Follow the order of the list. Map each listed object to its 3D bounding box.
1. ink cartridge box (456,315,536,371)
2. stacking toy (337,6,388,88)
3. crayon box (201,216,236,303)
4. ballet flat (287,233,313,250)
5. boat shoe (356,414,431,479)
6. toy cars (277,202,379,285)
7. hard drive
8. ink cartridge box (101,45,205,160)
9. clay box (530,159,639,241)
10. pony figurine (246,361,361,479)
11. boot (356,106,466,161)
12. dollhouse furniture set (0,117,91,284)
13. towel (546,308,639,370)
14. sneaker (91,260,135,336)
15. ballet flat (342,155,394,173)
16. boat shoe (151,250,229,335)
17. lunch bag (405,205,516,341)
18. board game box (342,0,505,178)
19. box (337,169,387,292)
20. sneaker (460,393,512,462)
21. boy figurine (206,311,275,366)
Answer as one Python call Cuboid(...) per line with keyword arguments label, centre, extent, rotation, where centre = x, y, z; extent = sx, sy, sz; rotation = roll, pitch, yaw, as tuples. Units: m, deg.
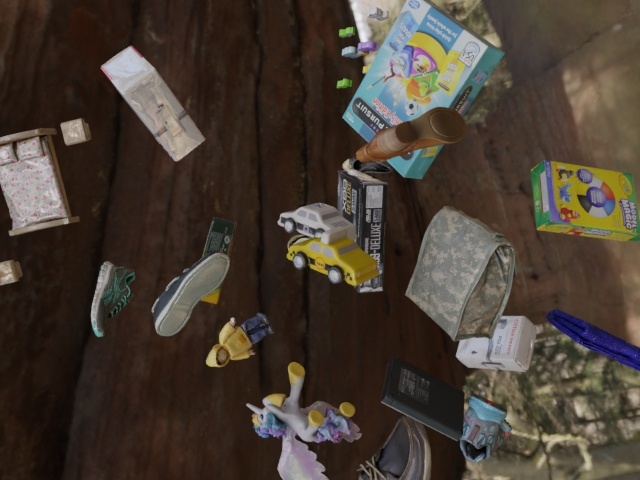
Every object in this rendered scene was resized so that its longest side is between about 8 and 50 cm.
Cuboid(label="ink cartridge box", centre=(0.566, 0.329, 1.945), extent=(0.092, 0.218, 0.158), rotation=(41, -121, -34))
Cuboid(label="stacking toy", centre=(0.102, -0.515, 1.633), extent=(0.221, 0.052, 0.166), rotation=(4, 89, 60))
Cuboid(label="crayon box", centre=(-0.355, 0.082, 2.038), extent=(0.318, 0.081, 0.202), rotation=(119, 164, -63))
Cuboid(label="ballet flat", centre=(0.000, 0.000, 2.072), extent=(0.086, 0.249, 0.086), rotation=(-13, -90, -75))
Cuboid(label="boat shoe", centre=(0.155, 0.559, 1.383), extent=(0.132, 0.130, 0.355), rotation=(-127, 45, -63))
Cuboid(label="toy cars", centre=(0.010, -0.018, 1.311), extent=(0.393, 0.177, 0.087), rotation=(-114, 27, -67))
Cuboid(label="hard drive", centre=(0.165, 0.248, 0.957), extent=(0.022, 0.135, 0.094), rotation=(-61, 3, 34))
Cuboid(label="ink cartridge box", centre=(-0.488, -0.398, 1.770), extent=(0.207, 0.117, 0.283), rotation=(45, 171, 41))
Cuboid(label="clay box", centre=(0.514, -0.072, 1.140), extent=(0.053, 0.222, 0.127), rotation=(124, 150, -67))
Cuboid(label="pony figurine", centre=(-0.043, 0.550, 1.792), extent=(0.303, 0.351, 0.363), rotation=(-52, -2, -39))
Cuboid(label="boot", centre=(0.178, -0.205, 1.202), extent=(0.152, 0.197, 0.072), rotation=(-19, 84, 62))
Cuboid(label="dollhouse furniture set", centre=(-0.612, -0.051, 1.172), extent=(0.174, 0.356, 0.303), rotation=(-40, -63, -78))
Cuboid(label="towel", centre=(0.905, 0.328, 1.945), extent=(0.076, 0.308, 0.227), rotation=(-64, 12, 2))
Cuboid(label="sneaker", centre=(-0.420, 0.118, 1.231), extent=(0.065, 0.076, 0.166), rotation=(113, 162, -56))
Cuboid(label="ballet flat", centre=(0.156, -0.247, 1.979), extent=(0.049, 0.173, 0.057), rotation=(-62, -30, -61))
Cuboid(label="boat shoe", centre=(-0.375, 0.131, 1.696), extent=(0.114, 0.302, 0.091), rotation=(34, -168, -47))
Cuboid(label="lunch bag", centre=(0.374, 0.076, 1.567), extent=(0.235, 0.169, 0.286), rotation=(45, 128, 52))
Cuboid(label="board game box", centre=(0.222, -0.353, 1.396), extent=(0.079, 0.336, 0.253), rotation=(-2, -138, -45))
Cuboid(label="box", centre=(0.112, -0.035, 1.723), extent=(0.242, 0.077, 0.307), rotation=(-133, 41, -69))
Cuboid(label="sneaker", centre=(0.350, 0.432, 1.348), extent=(0.125, 0.104, 0.262), rotation=(-56, -33, -16))
Cuboid(label="boy figurine", centre=(-0.323, 0.386, 2.339), extent=(0.092, 0.285, 0.177), rotation=(5, 120, 55))
